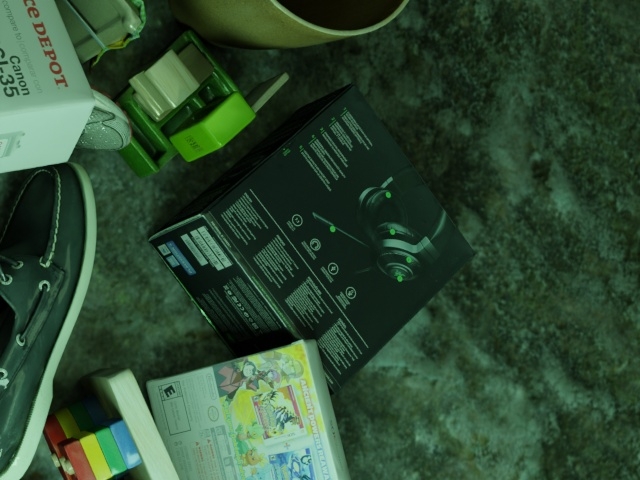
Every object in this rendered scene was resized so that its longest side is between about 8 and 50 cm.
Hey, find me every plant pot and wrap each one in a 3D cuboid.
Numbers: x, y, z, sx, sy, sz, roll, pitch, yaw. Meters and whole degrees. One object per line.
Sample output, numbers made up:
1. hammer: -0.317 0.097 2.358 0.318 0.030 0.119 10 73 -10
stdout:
1. plant pot: -0.057 -0.300 2.051 0.237 0.254 0.237 9 74 -30

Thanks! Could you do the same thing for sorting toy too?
1. sorting toy: -0.190 0.260 1.852 0.089 0.255 0.257 -24 92 -13

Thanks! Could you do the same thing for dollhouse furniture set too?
1. dollhouse furniture set: -0.190 -0.238 1.986 0.301 0.197 0.151 51 59 -13

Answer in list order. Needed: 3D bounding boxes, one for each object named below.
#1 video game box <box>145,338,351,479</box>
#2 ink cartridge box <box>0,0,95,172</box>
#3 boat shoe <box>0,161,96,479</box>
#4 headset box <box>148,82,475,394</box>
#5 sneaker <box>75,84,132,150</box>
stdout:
1. video game box: -0.070 0.222 1.971 0.048 0.187 0.205 -4 80 -68
2. ink cartridge box: -0.386 -0.168 1.810 0.283 0.117 0.207 -11 66 -30
3. boat shoe: -0.319 0.068 1.876 0.113 0.127 0.340 24 76 -39
4. headset box: 0.000 0.000 2.092 0.283 0.131 0.246 -44 103 -32
5. sneaker: -0.303 -0.110 1.944 0.225 0.088 0.092 3 58 -24
